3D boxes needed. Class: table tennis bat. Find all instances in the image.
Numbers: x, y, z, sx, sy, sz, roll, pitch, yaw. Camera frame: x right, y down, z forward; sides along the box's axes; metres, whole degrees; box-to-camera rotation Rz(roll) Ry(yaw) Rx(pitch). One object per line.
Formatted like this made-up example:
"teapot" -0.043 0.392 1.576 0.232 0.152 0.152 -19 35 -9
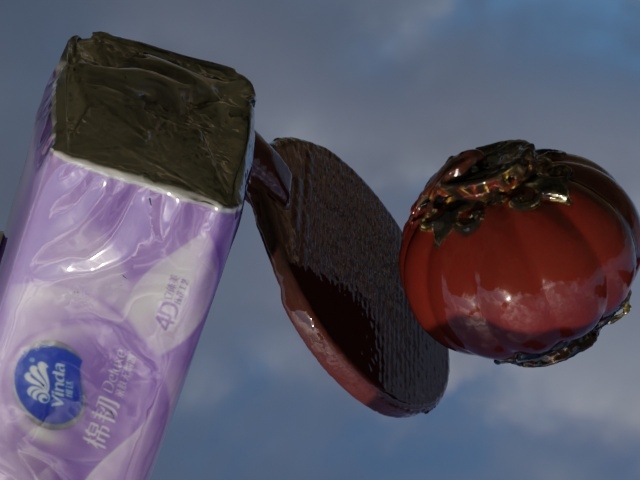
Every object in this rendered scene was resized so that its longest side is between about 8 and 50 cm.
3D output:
"table tennis bat" 0.000 0.000 1.709 0.051 0.415 0.268 -27 -144 25

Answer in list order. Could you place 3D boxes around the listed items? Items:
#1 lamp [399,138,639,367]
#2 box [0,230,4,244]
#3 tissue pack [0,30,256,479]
"lamp" 0.179 0.007 1.682 0.226 0.227 0.227 1 -154 0
"box" -0.296 0.059 1.801 0.259 0.071 0.168 14 -154 -47
"tissue pack" -0.166 0.042 1.353 0.160 0.338 0.242 16 -156 -9
